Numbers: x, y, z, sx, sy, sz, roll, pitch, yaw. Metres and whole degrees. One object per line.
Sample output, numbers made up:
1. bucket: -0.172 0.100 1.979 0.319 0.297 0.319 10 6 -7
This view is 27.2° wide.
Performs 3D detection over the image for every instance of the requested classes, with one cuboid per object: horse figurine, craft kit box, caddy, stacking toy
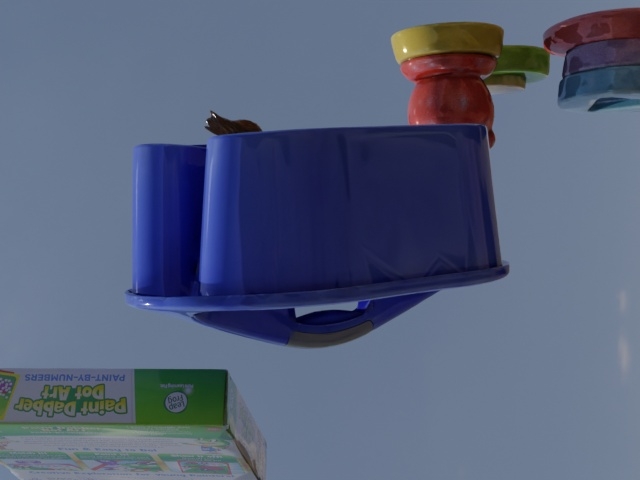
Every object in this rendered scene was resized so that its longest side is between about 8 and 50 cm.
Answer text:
1. horse figurine: -0.112 -0.063 1.824 0.174 0.066 0.263 -33 -41 -47
2. craft kit box: -0.188 0.178 1.222 0.246 0.250 0.061 75 -164 -69
3. caddy: 0.000 0.000 1.097 0.341 0.241 0.179 -6 -86 -38
4. stacking toy: 0.247 -0.159 1.459 0.279 0.309 0.130 11 -103 -76
